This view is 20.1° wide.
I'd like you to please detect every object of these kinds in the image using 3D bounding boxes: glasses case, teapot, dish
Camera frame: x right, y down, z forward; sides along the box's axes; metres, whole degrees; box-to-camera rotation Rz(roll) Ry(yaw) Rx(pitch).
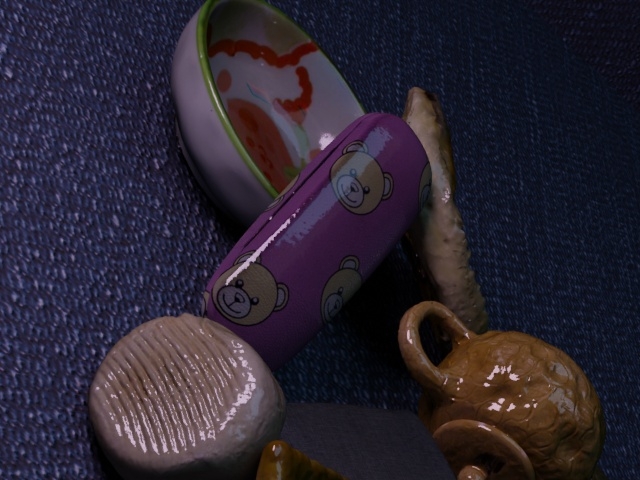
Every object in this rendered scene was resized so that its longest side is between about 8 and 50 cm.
[{"bbox_3d":[0.000,0.000,1.808,0.316,0.076,0.123,-48,123,-26],"label":"glasses case"},{"bbox_3d":[0.179,0.202,1.885,0.311,0.203,0.167,54,43,-9],"label":"teapot"},{"bbox_3d":[-0.065,-0.106,1.984,0.324,0.124,0.324,40,32,-32],"label":"dish"},{"bbox_3d":[0.018,0.222,1.718,0.323,0.074,0.131,11,47,-54],"label":"glasses case"}]

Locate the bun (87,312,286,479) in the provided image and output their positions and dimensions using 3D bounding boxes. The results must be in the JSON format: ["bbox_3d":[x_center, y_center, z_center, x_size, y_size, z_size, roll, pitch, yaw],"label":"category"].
[{"bbox_3d":[-0.111,0.151,1.547,0.113,0.166,0.173,75,14,-48],"label":"bun"}]

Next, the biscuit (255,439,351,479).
[{"bbox_3d":[-0.016,0.274,1.514,0.174,0.039,0.183,37,57,-60],"label":"biscuit"}]

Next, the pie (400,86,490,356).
[{"bbox_3d":[0.131,-0.008,2.057,0.339,0.077,0.339,169,-90,-89],"label":"pie"}]

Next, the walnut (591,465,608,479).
[{"bbox_3d":[0.293,0.289,2.085,0.092,0.092,0.092,39,27,-24],"label":"walnut"}]
